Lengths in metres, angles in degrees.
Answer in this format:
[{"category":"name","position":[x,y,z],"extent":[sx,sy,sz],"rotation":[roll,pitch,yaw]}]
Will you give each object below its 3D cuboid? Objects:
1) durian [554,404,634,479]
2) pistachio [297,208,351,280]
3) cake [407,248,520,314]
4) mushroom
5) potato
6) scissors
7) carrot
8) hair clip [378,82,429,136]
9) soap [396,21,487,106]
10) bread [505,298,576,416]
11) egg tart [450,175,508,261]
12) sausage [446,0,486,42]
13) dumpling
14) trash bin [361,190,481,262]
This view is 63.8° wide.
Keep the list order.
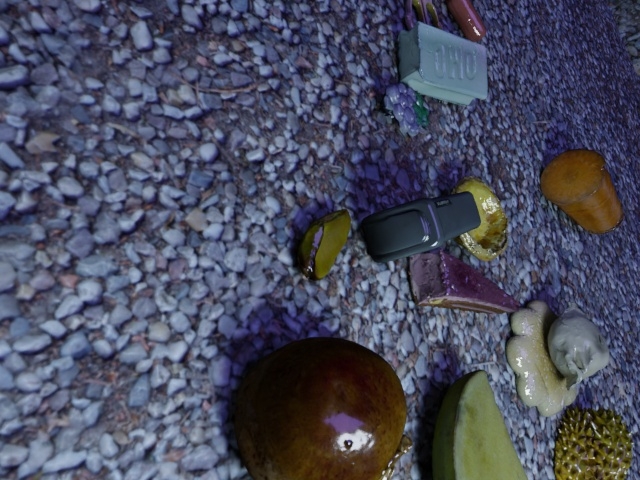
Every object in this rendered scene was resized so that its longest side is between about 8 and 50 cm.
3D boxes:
[{"category":"durian","position":[0.706,0.540,1.323],"extent":[0.154,0.186,0.260],"rotation":[44,40,-29]},{"category":"pistachio","position":[0.000,0.000,0.957],"extent":[0.173,0.049,0.089],"rotation":[-57,138,-37]},{"category":"cake","position":[0.318,0.122,1.145],"extent":[0.295,0.116,0.113],"rotation":[25,66,-29]},{"category":"mushroom","position":[0.023,0.280,0.798],"extent":[0.283,0.195,0.263],"rotation":[39,50,-25]},{"category":"potato","position":[0.311,0.401,1.059],"extent":[0.269,0.112,0.255],"rotation":[18,62,-38]},{"category":"scissors","position":[0.292,-0.518,1.370],"extent":[0.160,0.024,0.317],"rotation":[-8,84,-41]},{"category":"carrot","position":[0.838,-0.149,1.619],"extent":[0.254,0.196,0.196],"rotation":[30,60,-38]},{"category":"hair clip","position":[0.204,-0.307,1.228],"extent":[0.195,0.052,0.124],"rotation":[-4,89,-49]},{"category":"soap","position":[0.311,-0.442,1.299],"extent":[0.261,0.094,0.150],"rotation":[1,82,-36]},{"category":"bread","position":[0.598,0.307,1.362],"extent":[0.316,0.054,0.316],"rotation":[11,72,-36]},{"category":"egg tart","position":[0.373,-0.048,1.255],"extent":[0.212,0.090,0.212],"rotation":[15,65,-37]},{"category":"sausage","position":[0.423,-0.650,1.492],"extent":[0.154,0.062,0.062],"rotation":[50,52,-17]},{"category":"dumpling","position":[0.653,0.279,1.315],"extent":[0.172,0.142,0.247],"rotation":[76,30,-44]},{"category":"trash bin","position":[0.201,-0.029,1.051],"extent":[0.236,0.176,0.101],"rotation":[-15,86,-44]}]
